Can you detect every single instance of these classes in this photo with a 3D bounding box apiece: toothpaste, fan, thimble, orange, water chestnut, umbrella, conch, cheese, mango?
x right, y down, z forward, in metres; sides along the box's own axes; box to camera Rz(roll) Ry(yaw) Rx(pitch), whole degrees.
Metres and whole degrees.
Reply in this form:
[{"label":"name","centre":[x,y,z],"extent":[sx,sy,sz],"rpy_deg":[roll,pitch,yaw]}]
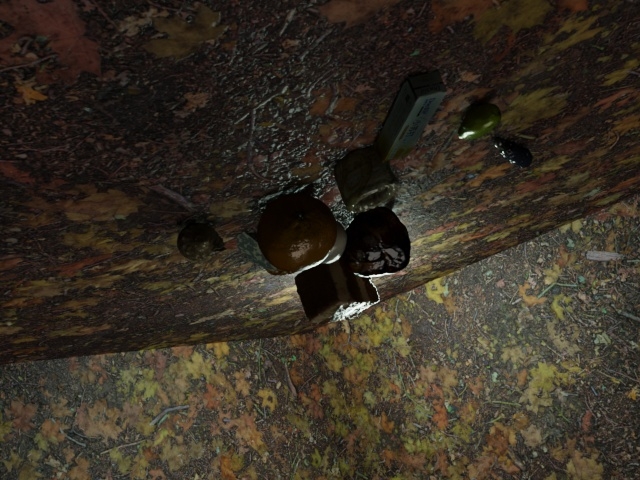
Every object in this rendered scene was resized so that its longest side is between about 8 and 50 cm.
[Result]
[{"label":"toothpaste","centre":[0.221,-0.308,1.426],"extent":[0.089,0.071,0.313],"rpy_deg":[-15,163,-15]},{"label":"fan","centre":[-0.234,0.043,2.034],"extent":[0.131,0.009,0.240],"rpy_deg":[-4,141,30]},{"label":"thimble","centre":[0.134,-0.178,1.614],"extent":[0.137,0.144,0.190],"rpy_deg":[2,156,-42]},{"label":"orange","centre":[-0.073,-0.027,1.739],"extent":[0.264,0.264,0.264],"rpy_deg":[-14,163,-5]},{"label":"water chestnut","centre":[0.207,0.002,2.106],"extent":[0.288,0.244,0.289],"rpy_deg":[-8,133,-9]},{"label":"umbrella","centre":[0.626,-0.293,1.846],"extent":[0.248,0.071,0.071],"rpy_deg":[9,150,-46]},{"label":"conch","centre":[-0.382,0.013,1.776],"extent":[0.155,0.130,0.207],"rpy_deg":[27,162,-22]},{"label":"cheese","centre":[0.000,0.000,2.002],"extent":[0.197,0.155,0.189],"rpy_deg":[15,148,-11]},{"label":"mango","centre":[0.432,-0.327,1.547],"extent":[0.091,0.074,0.165],"rpy_deg":[-15,176,-22]}]

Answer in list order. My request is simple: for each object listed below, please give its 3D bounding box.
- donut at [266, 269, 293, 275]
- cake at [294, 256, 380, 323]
[{"label":"donut","centre":[-0.112,0.055,2.171],"extent":[0.226,0.114,0.226],"rpy_deg":[-14,163,-4]},{"label":"cake","centre":[0.070,0.219,2.595],"extent":[0.290,0.282,0.255],"rpy_deg":[9,144,-45]}]
